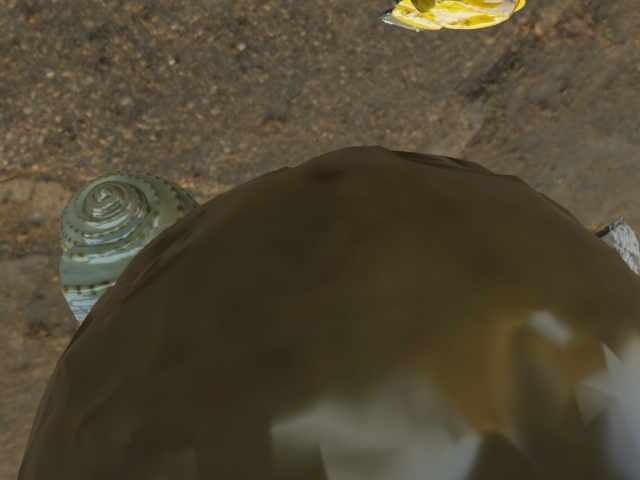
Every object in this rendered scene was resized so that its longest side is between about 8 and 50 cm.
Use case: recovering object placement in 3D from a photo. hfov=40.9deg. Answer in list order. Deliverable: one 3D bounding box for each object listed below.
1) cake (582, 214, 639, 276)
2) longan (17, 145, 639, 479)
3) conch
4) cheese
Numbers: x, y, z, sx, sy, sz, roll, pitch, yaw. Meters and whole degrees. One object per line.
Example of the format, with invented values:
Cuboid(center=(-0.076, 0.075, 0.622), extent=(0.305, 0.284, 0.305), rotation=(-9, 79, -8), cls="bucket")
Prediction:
Cuboid(center=(0.220, 0.030, 0.819), extent=(0.220, 0.116, 0.086), rotation=(2, 171, -31), cls="cake")
Cuboid(center=(0.036, 0.172, 0.474), extent=(0.404, 0.436, 0.404), rotation=(-20, -174, 2), cls="longan")
Cuboid(center=(-0.252, 0.047, 1.325), extent=(0.215, 0.303, 0.319), rotation=(-31, 133, 18), cls="conch")
Cuboid(center=(0.155, -0.298, 1.071), extent=(0.156, 0.250, 0.064), rotation=(11, 87, -24), cls="cheese")
